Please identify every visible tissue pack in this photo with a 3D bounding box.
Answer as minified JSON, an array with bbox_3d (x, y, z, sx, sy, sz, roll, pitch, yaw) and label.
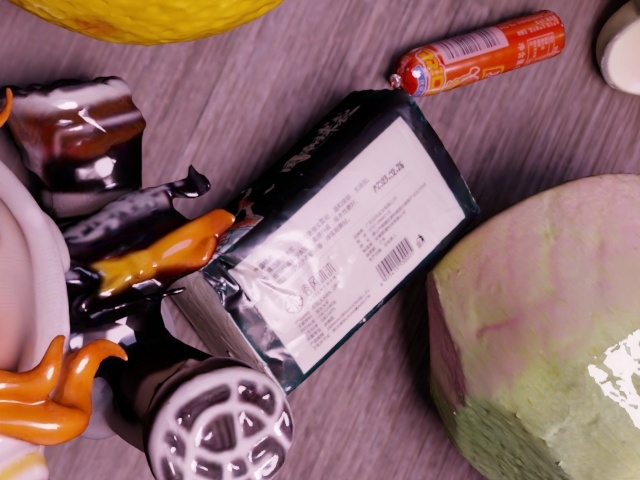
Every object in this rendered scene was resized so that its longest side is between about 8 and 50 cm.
[{"bbox_3d":[-0.001,0.000,0.760,0.170,0.090,0.103,-42,114,-20],"label":"tissue pack"}]

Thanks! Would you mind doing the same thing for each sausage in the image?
[{"bbox_3d":[0.097,-0.117,0.831,0.129,0.034,0.034,-20,105,-25],"label":"sausage"}]

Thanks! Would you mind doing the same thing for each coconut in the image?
[{"bbox_3d":[0.161,0.065,0.798,0.236,0.236,0.204,25,119,-28],"label":"coconut"}]

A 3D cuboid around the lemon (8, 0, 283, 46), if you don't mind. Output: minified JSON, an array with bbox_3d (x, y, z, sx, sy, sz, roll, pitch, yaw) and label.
[{"bbox_3d":[-0.088,-0.207,0.614,0.228,0.228,0.253,-47,116,-16],"label":"lemon"}]

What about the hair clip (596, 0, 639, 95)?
[{"bbox_3d":[0.276,-0.112,0.880,0.159,0.071,0.218,-18,119,8],"label":"hair clip"}]

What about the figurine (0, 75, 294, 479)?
[{"bbox_3d":[-0.199,0.046,0.599,0.323,0.196,0.320,-6,55,-36],"label":"figurine"}]
